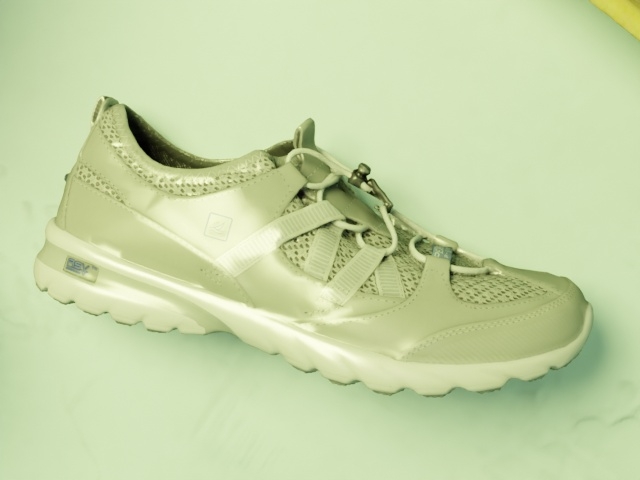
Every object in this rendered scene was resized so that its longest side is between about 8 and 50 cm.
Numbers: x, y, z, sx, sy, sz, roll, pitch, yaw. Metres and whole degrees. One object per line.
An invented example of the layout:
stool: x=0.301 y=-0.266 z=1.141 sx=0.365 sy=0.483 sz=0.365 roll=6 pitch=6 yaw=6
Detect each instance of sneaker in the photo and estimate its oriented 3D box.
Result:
sneaker: x=0.000 y=0.000 z=0.506 sx=0.281 sy=0.105 sz=0.115 roll=12 pitch=99 yaw=0

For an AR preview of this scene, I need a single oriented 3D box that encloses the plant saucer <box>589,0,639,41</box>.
plant saucer: x=0.213 y=-0.251 z=0.473 sx=0.333 sy=0.081 sz=0.332 roll=37 pitch=99 yaw=-4
